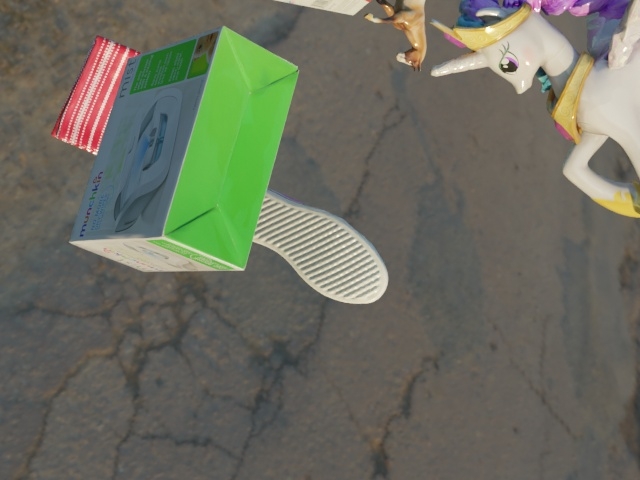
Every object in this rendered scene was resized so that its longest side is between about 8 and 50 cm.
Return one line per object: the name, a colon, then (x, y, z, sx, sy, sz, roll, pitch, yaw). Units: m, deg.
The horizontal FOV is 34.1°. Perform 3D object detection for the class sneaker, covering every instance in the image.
sneaker: (0.000, -0.001, 1.526, 0.282, 0.102, 0.161, 34, 9, 23)

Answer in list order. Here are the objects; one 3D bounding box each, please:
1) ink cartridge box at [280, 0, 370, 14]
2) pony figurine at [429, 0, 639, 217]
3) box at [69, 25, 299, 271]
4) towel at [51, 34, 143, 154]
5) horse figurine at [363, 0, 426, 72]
ink cartridge box: (-0.017, -0.338, 1.260, 0.175, 0.127, 0.072, 7, 84, -18)
pony figurine: (0.338, -0.200, 1.070, 0.363, 0.351, 0.303, 43, 9, -7)
box: (-0.167, -0.101, 1.277, 0.126, 0.231, 0.262, 25, 74, -37)
towel: (-0.306, -0.217, 1.831, 0.274, 0.199, 0.031, 21, 12, -29)
horse figurine: (0.143, -0.455, 1.874, 0.174, 0.066, 0.263, 17, 72, -38)
